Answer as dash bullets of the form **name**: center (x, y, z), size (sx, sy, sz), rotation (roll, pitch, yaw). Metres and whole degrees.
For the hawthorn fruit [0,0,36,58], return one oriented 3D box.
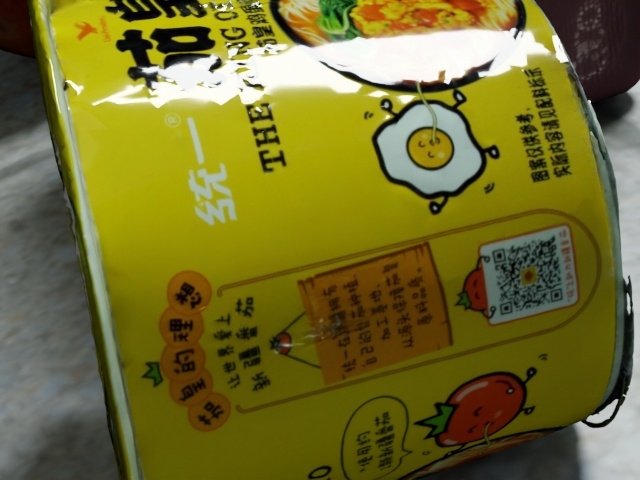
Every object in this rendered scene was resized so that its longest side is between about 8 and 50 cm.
- **hawthorn fruit**: center (-0.148, -0.170, 0.800), size (0.235, 0.181, 0.181), rotation (-29, 34, -26)

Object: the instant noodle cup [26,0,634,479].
- **instant noodle cup**: center (0.000, 0.000, 0.496), size (0.144, 0.182, 0.182), rotation (-11, 32, -8)

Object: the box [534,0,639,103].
- **box**: center (0.019, -0.173, 0.645), size (0.167, 0.294, 0.193), rotation (-16, 32, -20)
